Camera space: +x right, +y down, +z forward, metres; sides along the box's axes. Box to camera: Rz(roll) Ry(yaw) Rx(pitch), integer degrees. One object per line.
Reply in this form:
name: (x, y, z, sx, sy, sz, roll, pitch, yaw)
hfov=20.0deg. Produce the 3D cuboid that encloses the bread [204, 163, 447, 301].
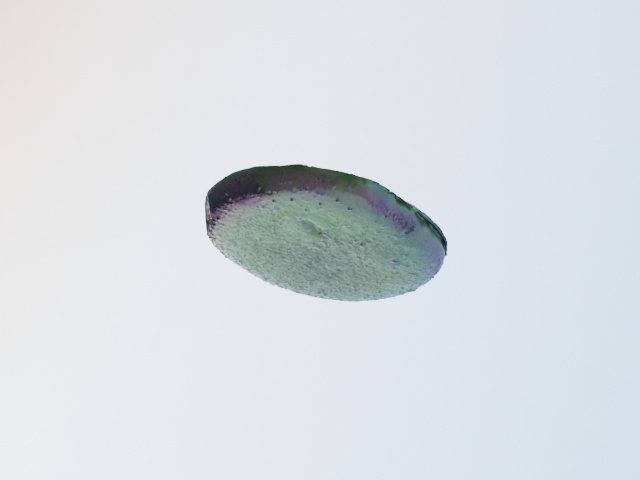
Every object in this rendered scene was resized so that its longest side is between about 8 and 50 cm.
bread: (0.000, 0.000, 1.655, 0.228, 0.228, 0.033, -30, -141, 52)
